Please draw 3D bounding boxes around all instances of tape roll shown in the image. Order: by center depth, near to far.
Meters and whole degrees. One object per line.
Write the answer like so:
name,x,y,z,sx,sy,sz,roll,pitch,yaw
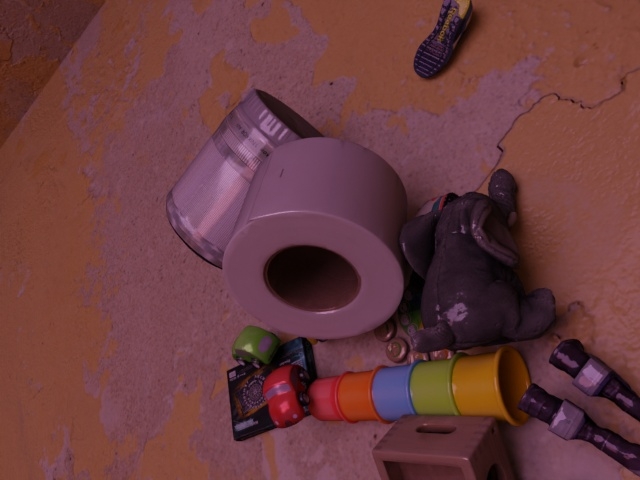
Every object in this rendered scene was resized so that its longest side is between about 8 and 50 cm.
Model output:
tape roll,0.000,0.000,0.819,0.246,0.246,0.169,-28,31,31

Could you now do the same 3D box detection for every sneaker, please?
sneaker,0.152,0.005,0.840,0.075,0.057,0.161,-7,54,60
sneaker,0.204,-0.331,0.940,0.053,0.059,0.144,37,118,13

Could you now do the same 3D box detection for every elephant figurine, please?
elephant figurine,0.185,0.012,0.723,0.169,0.186,0.240,-10,76,11

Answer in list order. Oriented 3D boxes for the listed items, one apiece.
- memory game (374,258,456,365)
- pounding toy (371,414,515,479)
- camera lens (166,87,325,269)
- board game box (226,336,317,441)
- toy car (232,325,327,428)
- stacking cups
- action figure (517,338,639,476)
memory game,0.151,0.099,0.838,0.186,0.012,0.186,-18,61,36
pounding toy,0.186,0.312,0.665,0.181,0.094,0.206,-13,100,40
camera lens,-0.118,-0.093,1.011,0.274,0.219,0.219,-49,48,16
board game box,-0.083,0.253,0.976,0.186,0.026,0.126,-29,56,30
toy car,-0.074,0.171,0.925,0.225,0.053,0.239,-5,44,44
stacking cups,0.117,0.213,0.779,0.316,0.096,0.096,-21,60,39
action figure,0.348,0.211,0.567,0.285,0.099,0.185,37,92,40
